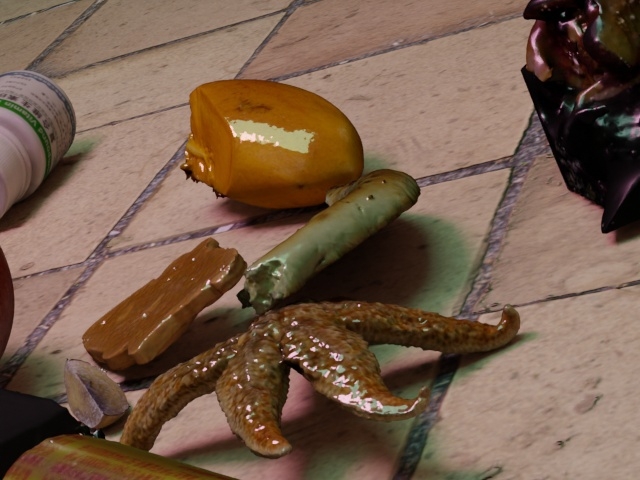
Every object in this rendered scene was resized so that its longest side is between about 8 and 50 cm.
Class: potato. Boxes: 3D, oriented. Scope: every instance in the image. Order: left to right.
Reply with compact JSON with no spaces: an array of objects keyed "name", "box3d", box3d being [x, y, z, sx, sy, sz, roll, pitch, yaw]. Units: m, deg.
[{"name":"potato","box3d":[-0.195,0.142,1.587,0.037,0.036,0.093,7,24,-35]}]

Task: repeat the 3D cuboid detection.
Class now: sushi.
[{"name":"sushi","box3d":[0.294,-0.160,1.591,0.215,0.212,0.227,-21,20,5]}]

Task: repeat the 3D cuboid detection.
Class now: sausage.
[{"name":"sausage","box3d":[-0.089,0.205,1.206,0.317,0.117,0.125,6,49,48]}]

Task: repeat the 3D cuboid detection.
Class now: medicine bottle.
[{"name":"medicine bottle","box3d":[-0.403,-0.113,2.261,0.139,0.139,0.237,-14,21,19]}]

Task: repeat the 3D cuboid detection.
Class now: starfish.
[{"name":"starfish","box3d":[-0.021,0.100,1.416,0.327,0.094,0.375,-17,10,22]}]

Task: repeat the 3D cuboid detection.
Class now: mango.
[{"name":"mango","box3d":[-0.050,-0.099,1.900,0.154,0.126,0.252,-13,21,-38]}]

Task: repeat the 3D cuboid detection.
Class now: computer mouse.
[{"name":"computer mouse","box3d":[-0.296,0.188,1.502,0.122,0.073,0.217,13,27,30]}]

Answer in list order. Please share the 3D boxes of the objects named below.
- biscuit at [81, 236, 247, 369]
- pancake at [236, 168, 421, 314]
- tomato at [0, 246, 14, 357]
[{"name":"biscuit","box3d":[-0.145,0.063,1.652,0.250,0.035,0.162,-22,23,49]},{"name":"pancake","box3d":[-0.002,-0.005,1.635,0.197,0.054,0.376,-36,2,11]},{"name":"tomato","box3d":[-0.408,0.075,1.681,0.270,0.227,0.270,-23,37,19]}]
